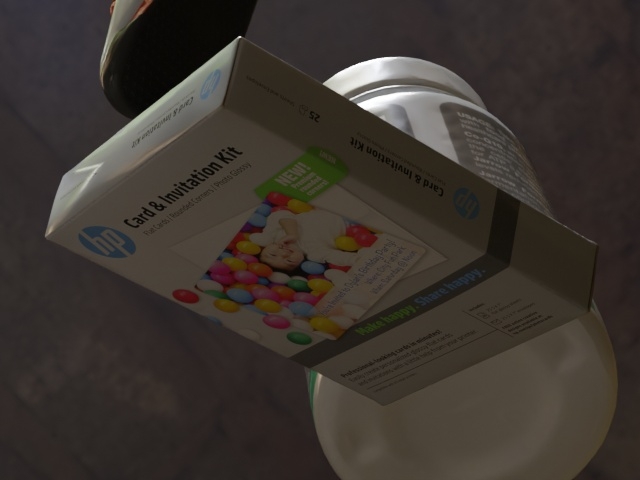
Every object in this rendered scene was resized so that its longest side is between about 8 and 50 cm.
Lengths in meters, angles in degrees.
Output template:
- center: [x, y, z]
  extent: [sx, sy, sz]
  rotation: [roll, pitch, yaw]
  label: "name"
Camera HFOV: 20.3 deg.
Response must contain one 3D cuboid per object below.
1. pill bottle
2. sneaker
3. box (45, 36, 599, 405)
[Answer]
- center: [0.077, 0.018, 1.294]
  extent: [0.204, 0.204, 0.361]
  rotation: [50, 15, -28]
  label: "pill bottle"
- center: [-0.120, -0.199, 1.324]
  extent: [0.145, 0.270, 0.090]
  rotation: [7, -31, 39]
  label: "sneaker"
- center: [0.000, 0.000, 0.754]
  extent: [0.186, 0.038, 0.145]
  rotation: [30, -36, -24]
  label: "box"
